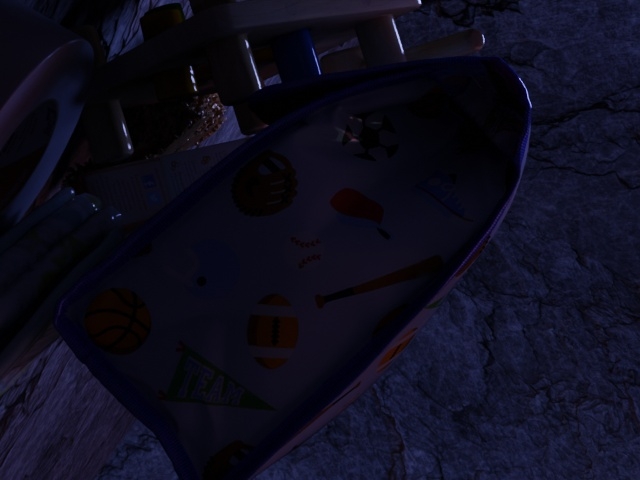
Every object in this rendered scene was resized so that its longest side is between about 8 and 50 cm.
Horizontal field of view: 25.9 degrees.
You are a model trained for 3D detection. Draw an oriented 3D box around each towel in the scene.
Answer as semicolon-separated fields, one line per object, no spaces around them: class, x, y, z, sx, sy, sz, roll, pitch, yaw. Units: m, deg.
towel;-0.327;0.137;1.119;0.320;0.090;0.374;-44;-177;40

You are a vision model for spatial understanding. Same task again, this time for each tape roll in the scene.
tape roll;-0.264;-0.077;1.077;0.219;0.072;0.219;-59;176;-6

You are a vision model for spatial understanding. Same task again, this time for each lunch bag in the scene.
lunch bag;0.000;0.000;1.157;0.385;0.239;0.328;-40;178;1

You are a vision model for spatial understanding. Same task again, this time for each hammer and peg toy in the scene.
hammer and peg toy;-0.037;-0.182;1.271;0.361;0.127;0.266;-16;179;-44

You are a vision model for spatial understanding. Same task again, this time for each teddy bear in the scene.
teddy bear;-0.188;-0.137;1.529;0.245;0.113;0.338;-42;-179;13

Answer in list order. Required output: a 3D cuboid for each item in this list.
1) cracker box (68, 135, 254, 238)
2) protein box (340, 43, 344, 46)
cracker box;-0.141;-0.040;1.382;0.232;0.067;0.156;-15;173;-26
protein box;-0.019;-0.332;1.392;0.136;0.201;0.200;-59;177;-18
